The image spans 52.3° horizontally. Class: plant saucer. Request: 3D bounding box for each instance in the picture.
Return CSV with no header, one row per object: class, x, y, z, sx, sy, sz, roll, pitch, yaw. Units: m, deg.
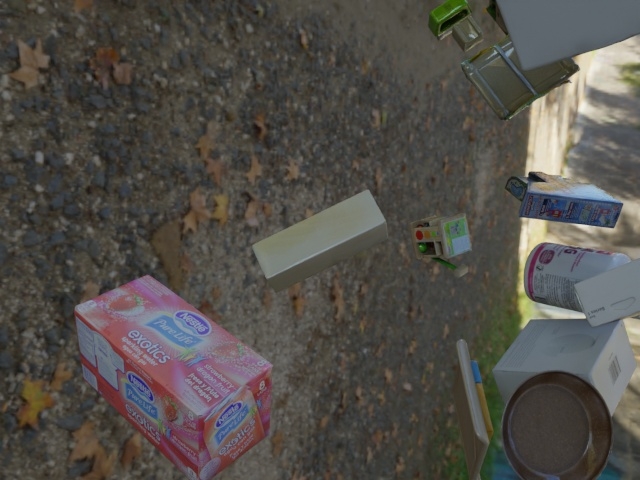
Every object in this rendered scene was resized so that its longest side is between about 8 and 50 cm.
plant saucer,0.386,0.315,1.081,0.036,0.199,0.198,136,-35,-77

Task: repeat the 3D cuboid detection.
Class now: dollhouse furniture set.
dollhouse furniture set,0.396,-0.401,1.422,0.301,0.198,0.151,59,6,16

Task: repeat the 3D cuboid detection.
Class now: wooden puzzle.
wooden puzzle,0.308,0.351,1.319,0.238,0.044,0.221,79,6,-48

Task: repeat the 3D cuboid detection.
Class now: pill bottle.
pill bottle,0.659,0.099,1.589,0.160,0.283,0.160,-10,104,-42

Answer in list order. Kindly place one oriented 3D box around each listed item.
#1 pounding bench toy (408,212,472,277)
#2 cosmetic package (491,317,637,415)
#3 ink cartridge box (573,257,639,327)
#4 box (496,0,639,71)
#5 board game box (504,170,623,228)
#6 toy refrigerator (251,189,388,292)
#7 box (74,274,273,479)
pounding bench toy,0.163,0.010,0.885,0.052,0.065,0.083,-16,97,-37
cosmetic package,0.545,0.285,1.454,0.224,0.225,0.138,-36,110,-41
ink cartridge box,0.618,0.091,1.256,0.219,0.160,0.092,-1,66,-44
box,0.400,-0.382,0.846,0.345,0.215,0.168,-40,109,-37
board game box,0.475,-0.093,1.343,0.194,0.194,0.060,-119,-146,-58
toy refrigerator,0.000,0.000,1.372,0.102,0.270,0.094,68,-3,-68
box,-0.225,0.198,0.985,0.142,0.300,0.154,-28,135,-41
